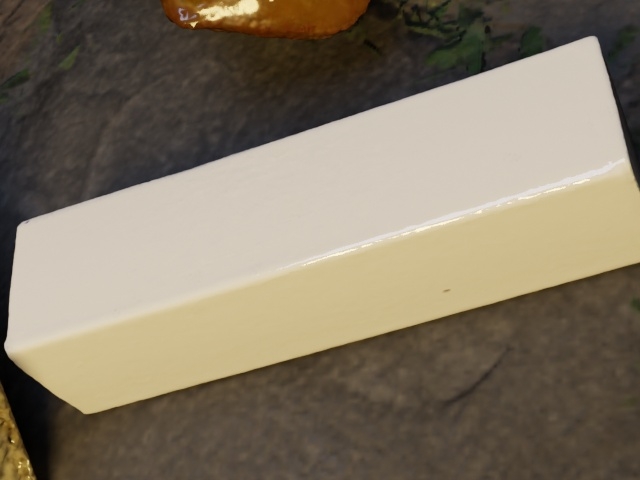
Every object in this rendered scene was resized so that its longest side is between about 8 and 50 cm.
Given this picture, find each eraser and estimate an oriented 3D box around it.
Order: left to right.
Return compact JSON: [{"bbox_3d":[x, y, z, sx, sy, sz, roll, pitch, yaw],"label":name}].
[{"bbox_3d":[0.000,0.000,0.587,0.298,0.076,0.078,-17,53,16],"label":"eraser"}]

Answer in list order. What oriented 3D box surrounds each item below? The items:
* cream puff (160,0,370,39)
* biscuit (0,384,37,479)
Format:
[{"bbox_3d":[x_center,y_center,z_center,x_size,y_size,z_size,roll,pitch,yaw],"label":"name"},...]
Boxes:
[{"bbox_3d":[-0.066,-0.227,0.688,0.155,0.241,0.269,-32,21,-3],"label":"cream puff"},{"bbox_3d":[-0.210,0.041,0.644,0.062,0.108,0.239,-21,48,-15],"label":"biscuit"}]
